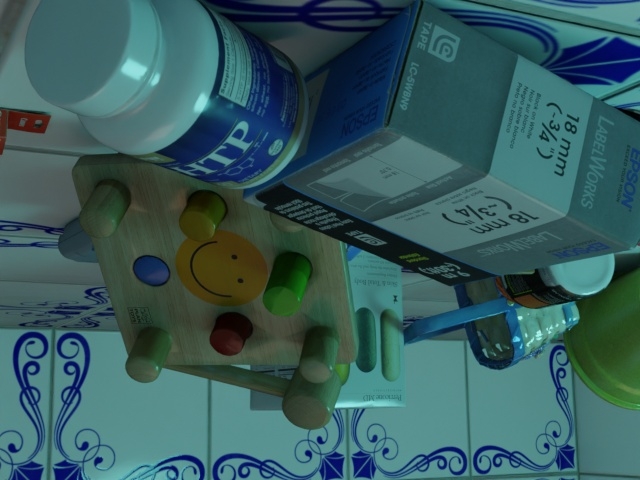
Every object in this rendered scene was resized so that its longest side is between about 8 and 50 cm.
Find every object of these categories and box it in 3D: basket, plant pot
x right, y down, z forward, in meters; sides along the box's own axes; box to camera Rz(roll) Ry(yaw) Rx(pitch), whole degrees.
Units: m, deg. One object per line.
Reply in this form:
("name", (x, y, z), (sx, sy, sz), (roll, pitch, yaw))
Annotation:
("basket", (0.279, 0.126, 1.689), (0.288, 0.201, 0.255), (-11, 172, -7))
("plant pot", (0.617, 0.147, 1.783), (0.276, 0.276, 0.254), (0, 158, -7))

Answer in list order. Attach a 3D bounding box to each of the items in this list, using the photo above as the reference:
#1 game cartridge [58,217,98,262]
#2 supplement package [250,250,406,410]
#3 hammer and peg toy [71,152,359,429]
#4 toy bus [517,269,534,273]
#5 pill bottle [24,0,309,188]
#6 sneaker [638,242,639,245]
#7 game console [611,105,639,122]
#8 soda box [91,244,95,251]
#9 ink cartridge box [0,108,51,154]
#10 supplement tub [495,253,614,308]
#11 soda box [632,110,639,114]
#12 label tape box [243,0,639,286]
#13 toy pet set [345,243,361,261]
("game cartridge", (-0.203, 0.002, 1.403), (0.297, 0.062, 0.198), (5, 172, -29))
("supplement package", (0.009, 0.157, 1.678), (0.199, 0.263, 0.198), (5, 168, -32))
("hammer and peg toy", (-0.098, 0.069, 1.008), (0.265, 0.361, 0.127), (-1, -146, 11))
("toy bus", (0.245, -0.012, 1.208), (0.202, 0.105, 0.191), (9, 166, -41))
("pill bottle", (-0.098, -0.104, 0.650), (0.112, 0.112, 0.186), (-6, 168, 29))
("sneaker", (0.483, -0.018, 1.165), (0.136, 0.116, 0.314), (2, 170, -10))
("game console", (0.210, -0.097, 0.874), (0.122, 0.071, 0.107), (14, 130, -2))
("soda box", (-0.179, -0.005, 1.253), (0.210, 0.071, 0.067), (14, 163, -34))
("ink cartridge box", (-0.307, -0.099, 0.891), (0.115, 0.029, 0.063), (4, 169, -21))
("supplement tub", (0.344, 0.040, 1.473), (0.116, 0.117, 0.190), (2, 170, -16))
("soda box", (0.351, -0.081, 0.963), (0.183, 0.058, 0.063), (6, 169, -29))
("label tape box", (0.139, -0.040, 0.800), (0.333, 0.106, 0.240), (22, 161, -22))
("toy pet set", (0.000, 0.000, 1.304), (0.122, 0.065, 0.114), (9, -170, 38))
